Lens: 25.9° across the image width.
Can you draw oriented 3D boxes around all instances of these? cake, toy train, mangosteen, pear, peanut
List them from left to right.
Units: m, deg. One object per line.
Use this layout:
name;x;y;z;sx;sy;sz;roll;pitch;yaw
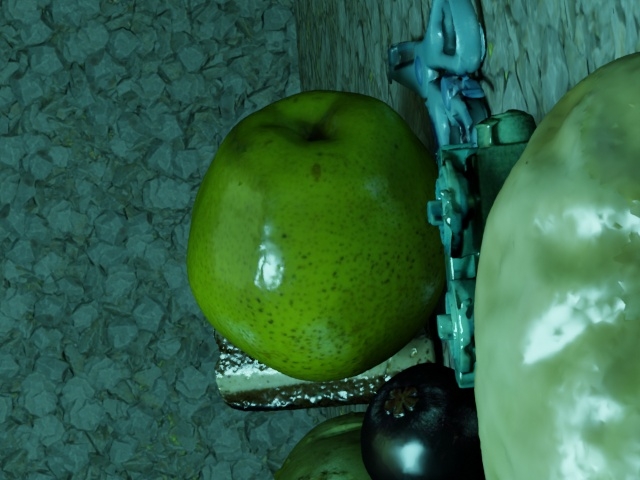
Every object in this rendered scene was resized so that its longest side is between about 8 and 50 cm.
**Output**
pear;0.000;0.000;1.393;0.294;0.294;0.294;176;90;-85
cake;0.015;0.136;1.571;0.135;0.246;0.112;30;-127;-73
mangosteen;0.107;0.189;1.263;0.151;0.137;0.137;49;-165;-31
toy train;0.127;0.013;0.945;0.154;0.107;0.198;-17;-77;-88
peanut;0.149;0.124;0.478;0.192;0.169;0.387;-145;47;-77

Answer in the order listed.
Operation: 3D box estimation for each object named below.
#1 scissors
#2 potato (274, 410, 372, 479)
scissors;0.109;-0.158;1.348;0.393;0.032;0.180;-124;30;-77
potato;0.047;0.304;1.401;0.359;0.219;0.270;-99;-5;-57
